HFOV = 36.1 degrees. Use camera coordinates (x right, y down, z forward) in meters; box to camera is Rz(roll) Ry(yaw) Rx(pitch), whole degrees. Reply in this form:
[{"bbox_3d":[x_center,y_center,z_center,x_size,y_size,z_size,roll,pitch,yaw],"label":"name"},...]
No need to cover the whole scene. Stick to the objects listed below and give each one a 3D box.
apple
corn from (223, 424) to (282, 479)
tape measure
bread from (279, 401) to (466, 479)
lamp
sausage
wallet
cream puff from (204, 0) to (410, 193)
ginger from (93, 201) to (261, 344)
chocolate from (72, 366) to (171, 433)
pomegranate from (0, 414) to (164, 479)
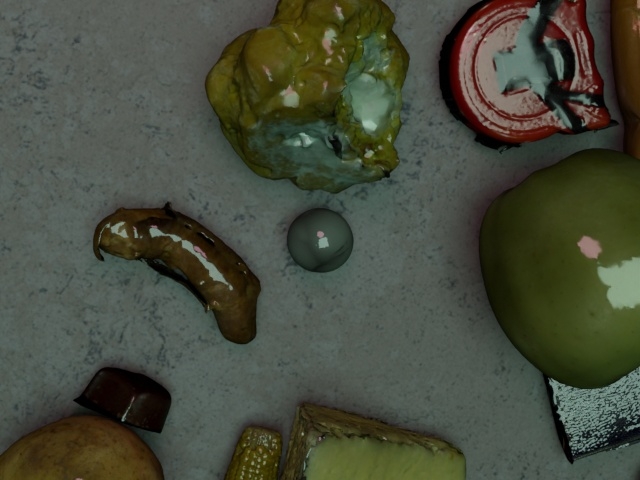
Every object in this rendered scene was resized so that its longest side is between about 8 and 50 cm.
[{"bbox_3d":[0.410,0.038,1.473,0.357,0.357,0.357,-1,99,-7],"label":"apple"},{"bbox_3d":[-0.124,0.429,1.602,0.097,0.097,0.262,14,96,-9],"label":"corn"},{"bbox_3d":[0.316,-0.262,1.535,0.260,0.114,0.253,-15,100,-4],"label":"tape measure"},{"bbox_3d":[0.081,0.413,1.546,0.315,0.279,0.248,12,91,3],"label":"bread"},{"bbox_3d":[0.000,0.000,1.544,0.105,0.105,0.105,-1,99,-7],"label":"lamp"},{"bbox_3d":[0.520,-0.246,1.553,0.116,0.134,0.354,-6,100,-3],"label":"sausage"},{"bbox_3d":[0.489,0.226,1.669,0.221,0.071,0.262,-17,98,1],"label":"wallet"},{"bbox_3d":[-0.018,-0.234,1.442,0.274,0.323,0.270,-3,59,21],"label":"cream puff"},{"bbox_3d":[-0.202,0.040,1.525,0.309,0.107,0.133,34,80,-15],"label":"ginger"},{"bbox_3d":[-0.306,0.244,1.545,0.148,0.125,0.080,23,79,-6],"label":"chocolate"},{"bbox_3d":[-0.373,0.401,1.480,0.281,0.281,0.281,-1,99,-7],"label":"pomegranate"}]
